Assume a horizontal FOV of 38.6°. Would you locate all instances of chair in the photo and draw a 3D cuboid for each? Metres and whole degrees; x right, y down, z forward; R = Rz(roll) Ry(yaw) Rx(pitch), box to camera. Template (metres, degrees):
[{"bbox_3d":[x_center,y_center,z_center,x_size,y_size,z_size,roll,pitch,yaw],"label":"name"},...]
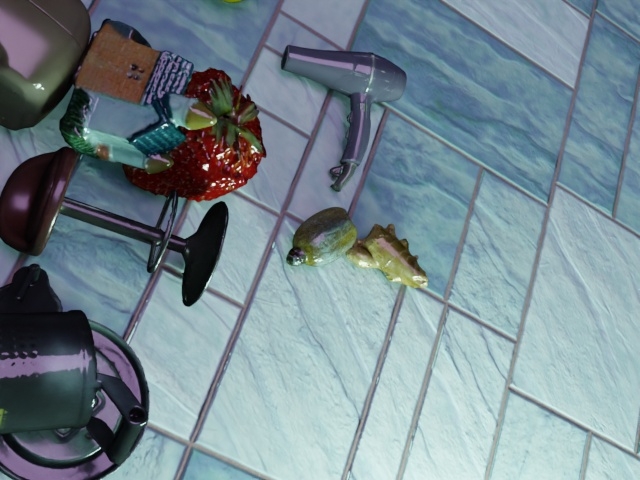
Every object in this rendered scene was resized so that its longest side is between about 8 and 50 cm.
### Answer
[{"bbox_3d":[-0.401,-0.035,1.742,0.401,0.226,0.226,19,64,-20],"label":"chair"}]

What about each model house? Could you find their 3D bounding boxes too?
[{"bbox_3d":[-0.318,-0.249,1.738,0.291,0.184,0.253,20,81,20],"label":"model house"}]

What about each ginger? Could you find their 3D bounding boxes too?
[{"bbox_3d":[0.162,0.034,2.107,0.206,0.081,0.115,25,48,-12],"label":"ginger"}]

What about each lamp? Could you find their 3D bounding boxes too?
[{"bbox_3d":[-0.503,0.229,1.519,0.272,0.205,0.374,-20,65,-37],"label":"lamp"}]

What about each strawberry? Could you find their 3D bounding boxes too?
[{"bbox_3d":[-0.261,-0.213,1.909,0.261,0.258,0.261,33,46,-43],"label":"strawberry"}]

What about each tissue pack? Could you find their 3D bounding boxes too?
[{"bbox_3d":[-0.632,-0.422,1.734,0.387,0.267,0.276,32,63,-13],"label":"tissue pack"}]

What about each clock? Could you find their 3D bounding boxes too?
[{"bbox_3d":[-0.473,0.297,1.672,0.319,0.066,0.318,10,66,-24],"label":"clock"}]

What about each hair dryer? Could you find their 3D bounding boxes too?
[{"bbox_3d":[0.046,-0.289,2.161,0.301,0.121,0.361,10,72,-16],"label":"hair dryer"}]

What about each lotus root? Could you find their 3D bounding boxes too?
[{"bbox_3d":[0.000,0.000,2.027,0.192,0.088,0.113,-34,96,-33],"label":"lotus root"}]

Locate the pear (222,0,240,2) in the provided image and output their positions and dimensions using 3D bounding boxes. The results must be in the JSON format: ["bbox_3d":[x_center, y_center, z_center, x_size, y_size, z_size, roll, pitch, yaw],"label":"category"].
[{"bbox_3d":[-0.199,-0.649,2.104,0.200,0.200,0.199,10,67,-25],"label":"pear"}]
